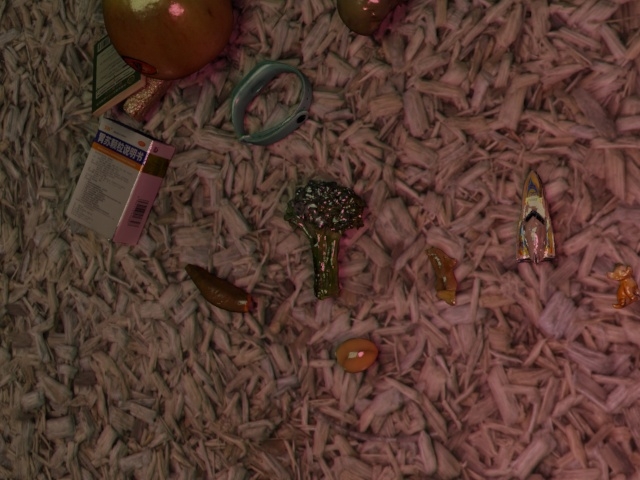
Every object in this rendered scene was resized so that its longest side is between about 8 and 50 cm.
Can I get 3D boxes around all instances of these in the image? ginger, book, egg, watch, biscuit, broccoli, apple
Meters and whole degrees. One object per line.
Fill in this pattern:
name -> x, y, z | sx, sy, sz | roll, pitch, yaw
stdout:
ginger -> 0.277, 0.079, 1.831 | 0.057, 0.044, 0.137 | -26, 70, 42
book -> -0.567, -0.497, 2.303 | 0.202, 0.027, 0.264 | -26, 55, 27
egg -> 0.085, 0.262, 1.886 | 0.096, 0.080, 0.080 | -29, 72, 26
watch -> -0.131, -0.345, 2.087 | 0.237, 0.068, 0.195 | -42, 69, 13
biscuit -> -0.476, -0.408, 2.266 | 0.070, 0.082, 0.168 | 42, 98, 18
broccoli -> -0.015, -0.011, 1.944 | 0.198, 0.177, 0.275 | 23, 108, 23
apple -> -0.396, -0.590, 2.095 | 0.338, 0.305, 0.339 | -7, 62, 13

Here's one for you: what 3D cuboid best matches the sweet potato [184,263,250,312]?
sweet potato -> -0.266, 0.129, 2.098 | 0.243, 0.077, 0.077 | 23, 95, 34

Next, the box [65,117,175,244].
box -> -0.554, -0.162, 2.262 | 0.200, 0.106, 0.300 | 26, 95, 27

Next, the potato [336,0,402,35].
potato -> 0.134, -0.612, 1.932 | 0.165, 0.165, 0.262 | 27, 90, 28

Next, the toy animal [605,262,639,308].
toy animal -> 0.607, 0.088, 1.655 | 0.083, 0.060, 0.081 | 62, 147, 20

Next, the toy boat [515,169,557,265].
toy boat -> 0.454, -0.048, 1.739 | 0.084, 0.066, 0.210 | -6, 80, 26
